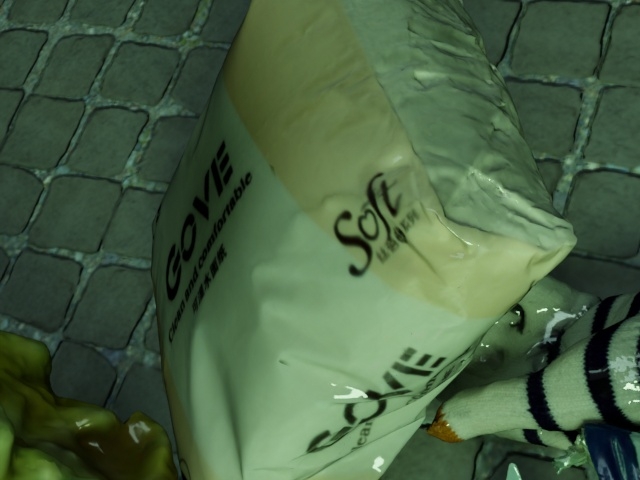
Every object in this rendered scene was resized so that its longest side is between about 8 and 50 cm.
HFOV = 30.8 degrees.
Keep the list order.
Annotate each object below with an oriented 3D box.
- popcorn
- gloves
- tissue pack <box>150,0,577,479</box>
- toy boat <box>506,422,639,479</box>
[{"bbox_3d":[-0.239,0.215,0.814,0.334,0.292,0.293,13,82,45],"label":"popcorn"},{"bbox_3d":[0.164,0.091,0.852,0.219,0.131,0.140,-17,55,48],"label":"gloves"},{"bbox_3d":[0.000,0.000,0.854,0.375,0.195,0.390,-55,36,32],"label":"tissue pack"},{"bbox_3d":[0.154,0.222,0.771,0.292,0.070,0.210,6,92,26],"label":"toy boat"}]
